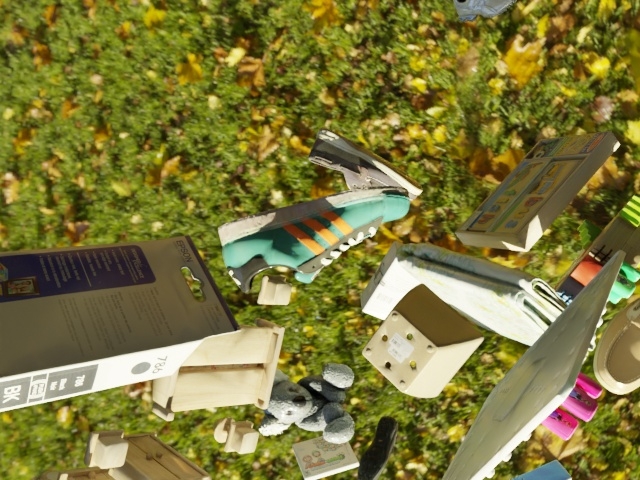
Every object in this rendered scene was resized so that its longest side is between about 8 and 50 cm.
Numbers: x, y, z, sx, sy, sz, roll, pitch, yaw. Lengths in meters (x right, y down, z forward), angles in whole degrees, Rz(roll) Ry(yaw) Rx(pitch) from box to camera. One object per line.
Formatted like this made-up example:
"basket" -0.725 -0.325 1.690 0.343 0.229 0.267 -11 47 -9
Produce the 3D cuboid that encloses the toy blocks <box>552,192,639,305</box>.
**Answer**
"toy blocks" 0.655 0.089 1.610 0.191 0.381 0.261 38 69 15

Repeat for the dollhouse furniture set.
"dollhouse furniture set" -0.238 0.201 1.009 0.174 0.303 0.355 15 93 41

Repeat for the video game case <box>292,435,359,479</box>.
"video game case" 0.012 0.611 1.904 0.143 0.157 0.019 -127 27 -61

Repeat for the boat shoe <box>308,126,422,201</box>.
"boat shoe" 0.091 -0.149 1.445 0.285 0.103 0.092 34 101 27

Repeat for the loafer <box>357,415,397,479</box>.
"loafer" 0.171 0.614 1.928 0.076 0.223 0.078 6 135 29

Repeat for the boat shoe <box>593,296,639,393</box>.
"boat shoe" 0.656 0.149 1.286 0.122 0.110 0.341 40 80 12

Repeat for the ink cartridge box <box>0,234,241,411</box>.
"ink cartridge box" -0.266 0.081 0.701 0.165 0.333 0.065 55 136 35

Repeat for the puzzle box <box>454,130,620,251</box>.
"puzzle box" 0.576 -0.135 1.802 0.409 0.052 0.272 -45 19 -15

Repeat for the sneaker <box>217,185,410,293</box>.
"sneaker" 0.000 0.000 1.036 0.302 0.108 0.120 -15 83 0

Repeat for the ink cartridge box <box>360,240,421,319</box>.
"ink cartridge box" 0.209 0.115 1.717 0.140 0.082 0.190 23 114 -14

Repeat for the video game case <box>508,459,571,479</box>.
"video game case" 0.442 0.656 1.587 0.061 0.270 0.244 -127 32 -45

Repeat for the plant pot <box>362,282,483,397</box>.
"plant pot" 0.115 0.130 0.828 0.109 0.096 0.109 42 111 23

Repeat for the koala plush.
"koala plush" -0.052 0.412 1.699 0.203 0.221 0.196 157 114 -63

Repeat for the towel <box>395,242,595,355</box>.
"towel" 0.388 0.127 1.496 0.375 0.320 0.090 18 74 52

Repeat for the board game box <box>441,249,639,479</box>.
"board game box" 0.312 0.236 0.991 0.050 0.390 0.389 37 128 13

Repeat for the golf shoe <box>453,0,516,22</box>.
"golf shoe" 0.410 -0.607 1.686 0.176 0.086 0.069 -1 52 46
